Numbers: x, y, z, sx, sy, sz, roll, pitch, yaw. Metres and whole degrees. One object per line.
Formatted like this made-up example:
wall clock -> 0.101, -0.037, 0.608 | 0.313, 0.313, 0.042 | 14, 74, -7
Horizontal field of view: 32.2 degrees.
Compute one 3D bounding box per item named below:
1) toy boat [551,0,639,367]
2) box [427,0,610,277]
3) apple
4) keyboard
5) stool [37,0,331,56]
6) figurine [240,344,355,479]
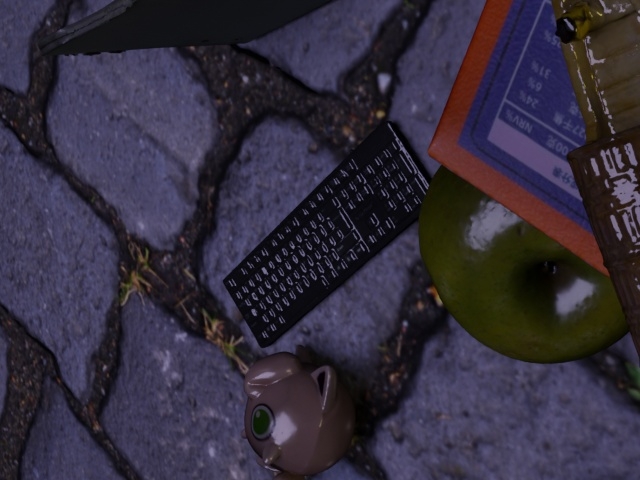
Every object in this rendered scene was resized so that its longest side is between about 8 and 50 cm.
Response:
toy boat -> 0.158, -0.023, 0.507 | 0.068, 0.088, 0.226 | -22, 87, 45
box -> 0.309, -0.080, 0.632 | 0.348, 0.318, 0.257 | 37, 123, 29
apple -> 0.173, -0.005, 0.870 | 0.157, 0.196, 0.196 | -100, 23, -61
keyboard -> 0.000, 0.000, 1.141 | 0.309, 0.018, 0.101 | -42, 72, 40
stool -> -0.134, -0.316, 1.013 | 0.170, 0.269, 0.244 | -17, 89, 43
figurine -> -0.025, 0.181, 1.138 | 0.125, 0.125, 0.138 | 17, 96, 39
